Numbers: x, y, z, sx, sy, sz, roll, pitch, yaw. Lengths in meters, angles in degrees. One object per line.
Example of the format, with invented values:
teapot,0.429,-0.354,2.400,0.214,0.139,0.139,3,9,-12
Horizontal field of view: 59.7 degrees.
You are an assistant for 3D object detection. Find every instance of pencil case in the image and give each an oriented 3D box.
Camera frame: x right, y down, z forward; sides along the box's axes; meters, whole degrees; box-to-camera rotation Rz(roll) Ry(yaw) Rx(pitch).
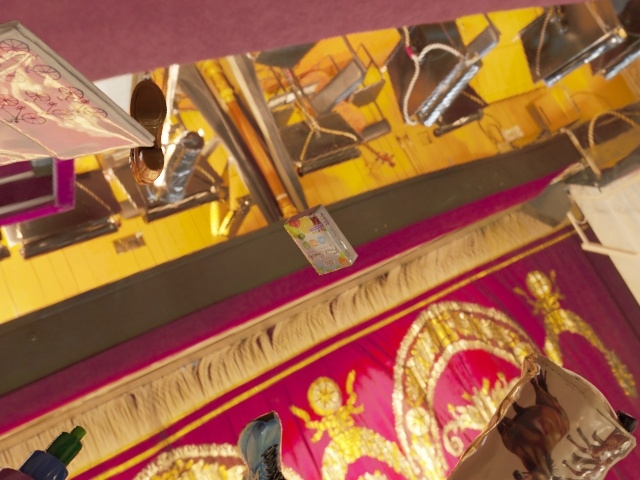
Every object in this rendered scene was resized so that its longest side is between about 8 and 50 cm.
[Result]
pencil case,0.223,0.347,0.727,0.410,0.160,0.183,-54,154,5

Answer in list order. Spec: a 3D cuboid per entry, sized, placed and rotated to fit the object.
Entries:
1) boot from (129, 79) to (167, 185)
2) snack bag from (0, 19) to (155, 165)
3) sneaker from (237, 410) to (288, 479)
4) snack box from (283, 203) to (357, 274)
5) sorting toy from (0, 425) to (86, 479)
boot,-0.366,-0.215,1.152,0.072,0.197,0.152,0,173,-27
snack bag,-0.467,-0.183,0.801,0.342,0.037,0.323,-6,165,11
sneaker,-0.062,0.293,0.712,0.063,0.162,0.073,-14,-154,-38
snack box,0.000,0.000,1.191,0.100,0.141,0.037,-19,-157,43
sorting toy,-0.112,0.246,0.489,0.126,0.365,0.127,-58,157,-51
